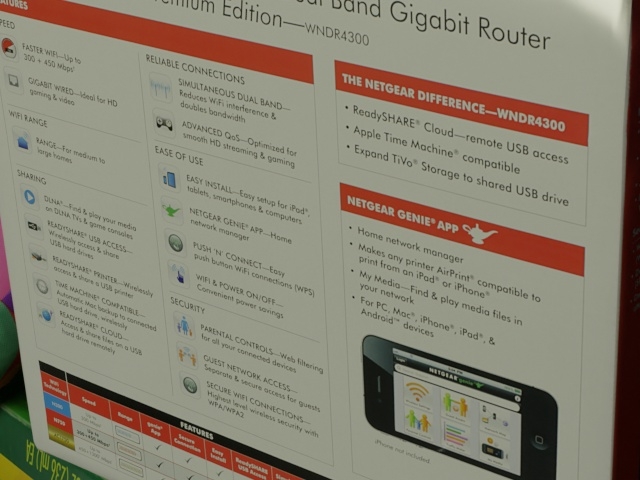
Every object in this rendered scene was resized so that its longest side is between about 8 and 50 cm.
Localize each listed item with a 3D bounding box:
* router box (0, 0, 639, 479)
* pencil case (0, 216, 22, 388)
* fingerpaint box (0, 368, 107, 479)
[{"bbox_3d":[0.000,0.000,0.693,0.335,0.082,0.301,18,123,34],"label":"router box"},{"bbox_3d":[-0.175,0.001,0.964,0.104,0.236,0.104,33,157,16],"label":"pencil case"},{"bbox_3d":[-0.111,0.271,0.997,0.445,0.163,0.371,21,115,54],"label":"fingerpaint box"}]
